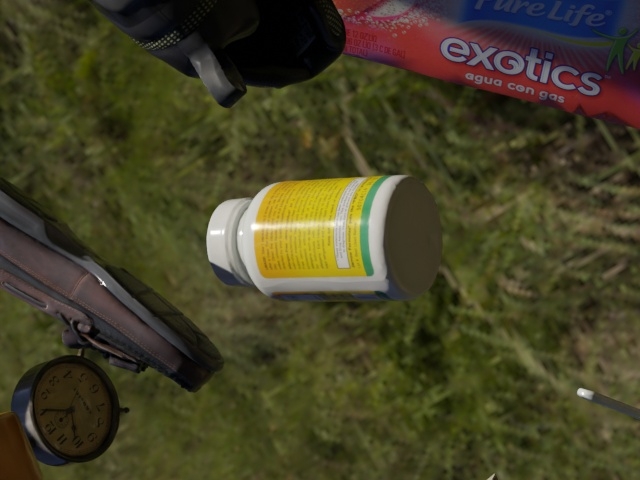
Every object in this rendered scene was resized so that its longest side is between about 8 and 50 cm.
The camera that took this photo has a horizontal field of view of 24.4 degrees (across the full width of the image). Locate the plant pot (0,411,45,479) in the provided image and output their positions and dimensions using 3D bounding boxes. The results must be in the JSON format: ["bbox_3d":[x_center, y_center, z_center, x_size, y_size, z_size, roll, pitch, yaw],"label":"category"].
[{"bbox_3d":[-0.211,0.213,0.741,0.188,0.205,0.205,66,-165,4],"label":"plant pot"}]

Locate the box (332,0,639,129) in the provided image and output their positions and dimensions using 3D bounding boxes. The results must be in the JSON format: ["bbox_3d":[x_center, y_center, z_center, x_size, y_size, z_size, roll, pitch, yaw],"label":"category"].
[{"bbox_3d":[0.139,-0.180,0.855,0.142,0.300,0.154,94,-165,-51],"label":"box"}]

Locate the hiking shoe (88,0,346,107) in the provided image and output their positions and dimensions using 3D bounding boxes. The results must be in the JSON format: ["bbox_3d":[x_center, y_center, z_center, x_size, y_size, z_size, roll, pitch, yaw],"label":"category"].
[{"bbox_3d":[-0.037,-0.113,0.599,0.114,0.086,0.227,55,-155,-8],"label":"hiking shoe"}]

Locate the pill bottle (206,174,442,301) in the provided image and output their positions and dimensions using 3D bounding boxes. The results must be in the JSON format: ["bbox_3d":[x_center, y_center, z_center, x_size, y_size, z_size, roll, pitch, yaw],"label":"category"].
[{"bbox_3d":[0.000,0.000,1.409,0.118,0.208,0.117,6,-97,-57],"label":"pill bottle"}]

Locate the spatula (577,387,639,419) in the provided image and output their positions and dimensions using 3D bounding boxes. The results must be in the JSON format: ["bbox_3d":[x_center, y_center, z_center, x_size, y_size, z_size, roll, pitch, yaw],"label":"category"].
[{"bbox_3d":[0.308,0.155,1.062,0.242,0.019,0.168,20,176,-27],"label":"spatula"}]

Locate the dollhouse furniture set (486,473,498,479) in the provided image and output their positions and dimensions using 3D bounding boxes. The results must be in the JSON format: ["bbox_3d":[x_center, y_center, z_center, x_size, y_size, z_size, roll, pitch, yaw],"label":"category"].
[{"bbox_3d":[0.068,0.204,1.036,0.081,0.114,0.091,33,161,6],"label":"dollhouse furniture set"}]

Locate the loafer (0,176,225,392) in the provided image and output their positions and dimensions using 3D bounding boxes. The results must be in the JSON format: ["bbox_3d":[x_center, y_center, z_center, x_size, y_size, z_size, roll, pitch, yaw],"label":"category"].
[{"bbox_3d":[-0.228,0.055,1.383,0.302,0.095,0.109,37,-177,10],"label":"loafer"}]

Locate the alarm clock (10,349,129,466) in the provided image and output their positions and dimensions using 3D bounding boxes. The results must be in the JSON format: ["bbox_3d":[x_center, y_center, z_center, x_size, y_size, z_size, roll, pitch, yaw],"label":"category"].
[{"bbox_3d":[-0.318,0.215,1.764,0.129,0.064,0.192,60,-139,-12],"label":"alarm clock"}]
